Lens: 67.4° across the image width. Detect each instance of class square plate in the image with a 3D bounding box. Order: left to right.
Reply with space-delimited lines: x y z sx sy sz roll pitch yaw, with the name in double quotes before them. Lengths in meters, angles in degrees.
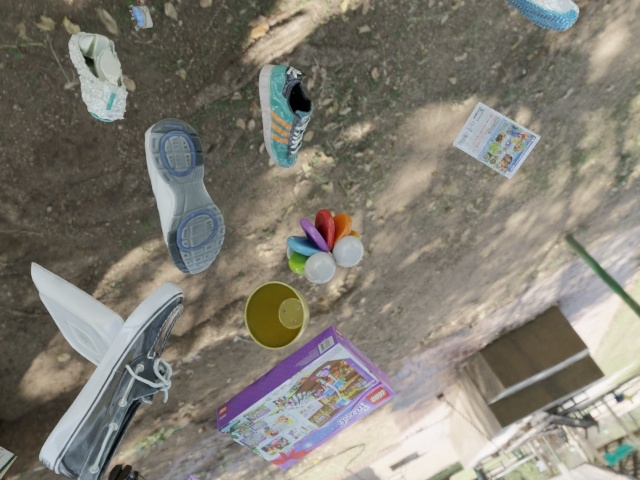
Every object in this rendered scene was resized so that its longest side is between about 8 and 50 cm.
"square plate" -0.610 0.250 1.278 0.049 0.347 0.344 -46 148 -38

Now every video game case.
"video game case" 0.312 -0.178 0.857 0.011 0.122 0.087 -33 155 -58

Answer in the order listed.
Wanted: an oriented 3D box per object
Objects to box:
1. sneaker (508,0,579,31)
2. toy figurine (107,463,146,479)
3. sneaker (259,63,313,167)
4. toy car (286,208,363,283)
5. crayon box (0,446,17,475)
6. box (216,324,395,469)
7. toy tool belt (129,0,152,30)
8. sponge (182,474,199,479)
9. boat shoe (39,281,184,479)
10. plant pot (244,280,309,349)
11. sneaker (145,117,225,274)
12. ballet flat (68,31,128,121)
"sneaker" 0.328 -0.412 0.744 0.087 0.229 0.092 19 127 -45
"toy figurine" -0.406 0.581 0.933 0.209 0.213 0.148 -31 126 -20
"sneaker" -0.080 -0.314 1.280 0.302 0.121 0.108 83 28 -45
"toy car" 0.000 0.000 1.108 0.182 0.159 0.136 -29 123 -12
"crayon box" -0.768 0.412 0.771 0.313 0.363 0.106 -55 -170 -7
"box" -0.027 0.316 0.942 0.293 0.057 0.201 -37 121 9
"toy tool belt" -0.514 -0.643 1.360 0.051 0.052 0.083 -33 127 -31
"sponge" -0.228 0.482 0.851 0.210 0.117 0.031 -45 -170 40
"boat shoe" -0.280 0.211 0.728 0.306 0.105 0.113 -61 176 -28
"plant pot" -0.076 0.153 0.998 0.134 0.134 0.095 -36 163 14
"sneaker" -0.259 -0.081 0.900 0.111 0.129 0.297 -15 112 -29
"ballet flat" -0.644 -0.521 1.421 0.147 0.409 0.147 -22 150 -13
